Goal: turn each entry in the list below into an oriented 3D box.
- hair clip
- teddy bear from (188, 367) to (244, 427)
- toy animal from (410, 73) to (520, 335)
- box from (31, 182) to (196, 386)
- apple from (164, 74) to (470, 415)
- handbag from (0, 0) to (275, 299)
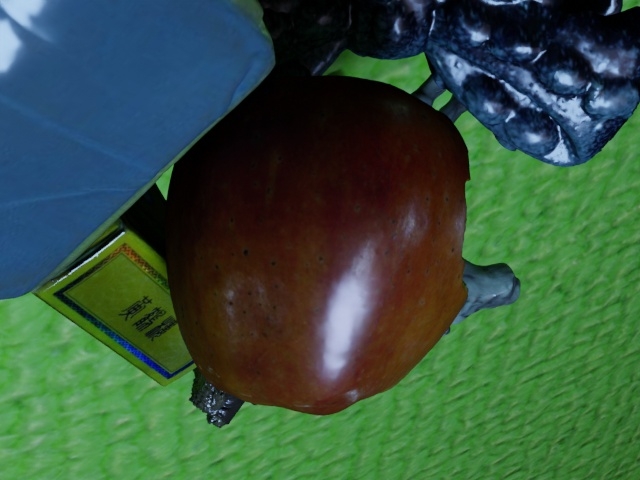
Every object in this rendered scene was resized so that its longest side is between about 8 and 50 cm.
[{"bbox_3d":[0.038,-0.155,0.691,0.310,0.194,0.206,2,118,-6],"label":"hair clip"},{"bbox_3d":[-0.076,0.104,1.058,0.119,0.078,0.160,-61,161,-1],"label":"teddy bear"},{"bbox_3d":[0.043,-0.056,0.814,0.170,0.255,0.090,-42,139,-15],"label":"toy animal"},{"bbox_3d":[-0.140,-0.035,0.695,0.064,0.220,0.141,-34,146,3],"label":"box"},{"bbox_3d":[-0.004,0.003,0.596,0.147,0.156,0.158,11,88,-55],"label":"apple"},{"bbox_3d":[-0.182,-0.135,0.525,0.222,0.241,0.263,-46,143,15],"label":"handbag"}]
